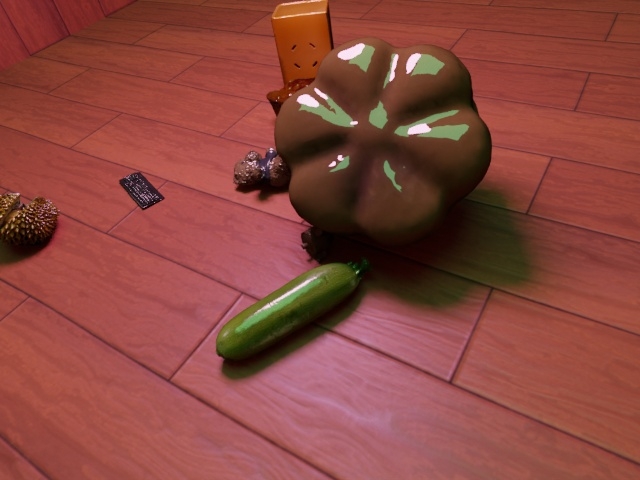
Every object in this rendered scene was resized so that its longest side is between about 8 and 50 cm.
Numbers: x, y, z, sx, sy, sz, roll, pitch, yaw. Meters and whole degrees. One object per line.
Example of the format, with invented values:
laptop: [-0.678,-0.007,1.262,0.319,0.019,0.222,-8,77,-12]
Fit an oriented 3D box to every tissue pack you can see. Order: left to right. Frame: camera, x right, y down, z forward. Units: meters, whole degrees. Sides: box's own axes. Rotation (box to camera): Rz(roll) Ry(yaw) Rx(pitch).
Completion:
tissue pack: [-0.046,-0.683,1.706,0.194,0.275,0.145,-1,45,10]

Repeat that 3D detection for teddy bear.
teddy bear: [-0.133,-0.213,1.361,0.251,0.129,0.182,-18,9,27]

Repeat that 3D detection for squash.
squash: [-0.050,0.133,1.012,0.378,0.102,0.101,-27,46,-17]

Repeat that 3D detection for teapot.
teapot: [0.000,0.000,1.137,0.080,0.110,0.085,-29,81,-22]

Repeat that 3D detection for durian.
durian: [-0.831,-0.053,1.340,0.193,0.138,0.237,-4,1,-3]

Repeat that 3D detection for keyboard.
keyboard: [-0.546,-0.158,1.463,0.074,0.015,0.196,-33,49,-21]

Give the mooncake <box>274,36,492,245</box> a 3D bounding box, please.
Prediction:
mooncake: [0.137,-0.213,1.067,0.466,0.468,0.262,6,3,17]

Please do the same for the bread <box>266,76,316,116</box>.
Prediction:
bread: [-0.030,-0.449,1.566,0.246,0.135,0.232,29,57,34]
